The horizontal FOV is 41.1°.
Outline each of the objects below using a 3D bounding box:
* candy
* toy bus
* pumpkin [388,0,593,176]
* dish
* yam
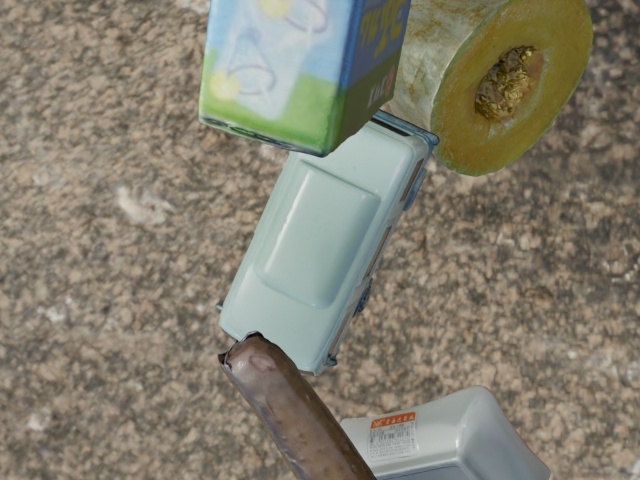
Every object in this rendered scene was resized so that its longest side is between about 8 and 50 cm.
[{"bbox_3d":[0.009,-0.138,0.324,0.062,0.097,0.195,16,115,12],"label":"candy"},{"bbox_3d":[0.000,0.000,0.827,0.133,0.165,0.271,25,102,6],"label":"toy bus"},{"bbox_3d":[0.256,-0.295,1.384,0.199,0.332,0.332,49,130,40],"label":"pumpkin"},{"bbox_3d":[0.124,0.253,0.934,0.212,0.077,0.151,-23,114,38],"label":"dish"},{"bbox_3d":[0.019,0.172,0.578,0.046,0.046,0.264,-30,100,26],"label":"yam"}]
